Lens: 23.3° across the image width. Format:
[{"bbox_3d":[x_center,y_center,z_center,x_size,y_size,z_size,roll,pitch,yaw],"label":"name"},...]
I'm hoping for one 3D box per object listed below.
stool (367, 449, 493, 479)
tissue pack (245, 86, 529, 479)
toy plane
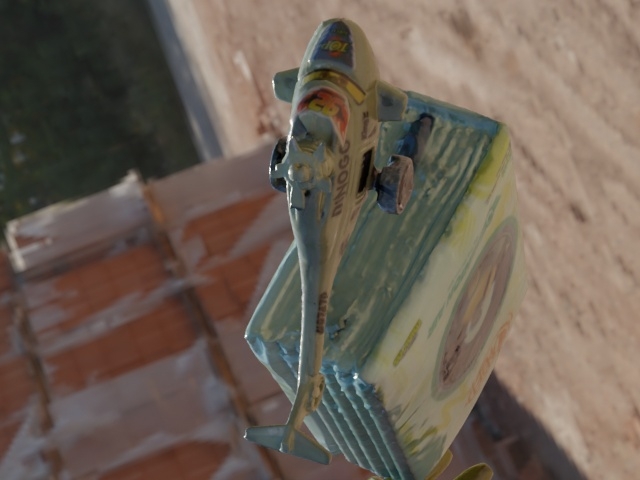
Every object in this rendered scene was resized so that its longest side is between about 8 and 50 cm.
[{"bbox_3d":[0.126,0.280,1.741,0.134,0.110,0.135,54,166,-12],"label":"stool"},{"bbox_3d":[0.084,0.063,1.554,0.162,0.287,0.388,25,164,19],"label":"tissue pack"},{"bbox_3d":[0.000,0.000,0.982,0.108,0.092,0.286,-49,-31,-61],"label":"toy plane"}]
